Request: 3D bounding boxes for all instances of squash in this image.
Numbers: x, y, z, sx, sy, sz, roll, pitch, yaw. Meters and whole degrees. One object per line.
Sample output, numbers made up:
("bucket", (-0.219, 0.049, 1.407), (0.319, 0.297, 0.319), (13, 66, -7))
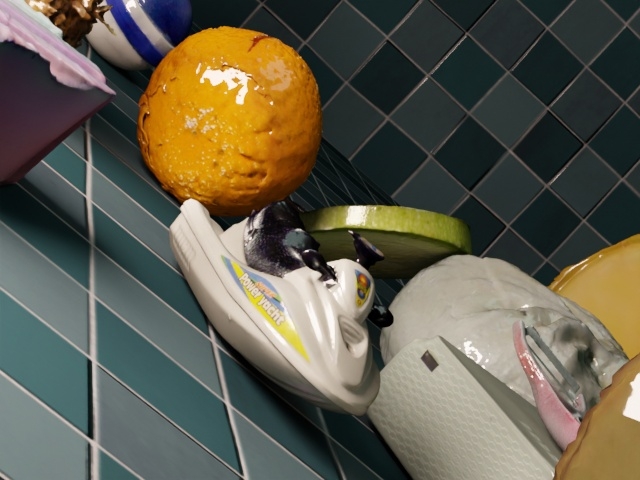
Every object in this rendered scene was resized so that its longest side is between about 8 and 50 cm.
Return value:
("squash", (0.056, 0.005, 1.812), (0.219, 0.219, 0.041), (28, 59, -64))

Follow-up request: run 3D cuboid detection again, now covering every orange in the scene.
("orange", (-0.087, -0.119, 1.663), (0.193, 0.193, 0.161), (43, 24, 0))

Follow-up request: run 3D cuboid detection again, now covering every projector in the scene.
("projector", (0.169, 0.216, 1.443), (0.198, 0.108, 0.250), (36, 8, -38))

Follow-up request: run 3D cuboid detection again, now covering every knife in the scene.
("knife", (0.230, 0.166, 1.414), (0.123, 0.053, 0.278), (45, 6, -19))

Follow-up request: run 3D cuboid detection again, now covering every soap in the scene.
("soap", (-0.287, -0.153, 1.114), (0.324, 0.109, 0.193), (36, 10, -37))

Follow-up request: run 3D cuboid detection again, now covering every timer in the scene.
("timer", (-0.247, -0.357, 2.163), (0.270, 0.270, 0.383), (38, 23, -35))

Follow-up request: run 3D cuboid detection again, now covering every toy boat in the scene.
("toy boat", (-0.022, 0.044, 1.331), (0.141, 0.141, 0.269), (38, -6, -33))

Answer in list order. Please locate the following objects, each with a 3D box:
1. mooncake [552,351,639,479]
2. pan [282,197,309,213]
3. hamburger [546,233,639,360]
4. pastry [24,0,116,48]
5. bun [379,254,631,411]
("mooncake", (0.351, 0.231, 1.185), (0.393, 0.394, 0.246), (22, 16, -31))
("pan", (0.011, 0.010, 2.010), (0.128, 0.048, 0.202), (43, 6, 24))
("hamburger", (0.475, 0.197, 2.107), (0.396, 0.396, 0.277), (47, 14, 34))
("pastry", (-0.292, -0.277, 1.485), (0.275, 0.193, 0.275), (42, 9, -8))
("bun", (0.232, 0.160, 1.757), (0.354, 0.194, 0.354), (41, 9, -8))
